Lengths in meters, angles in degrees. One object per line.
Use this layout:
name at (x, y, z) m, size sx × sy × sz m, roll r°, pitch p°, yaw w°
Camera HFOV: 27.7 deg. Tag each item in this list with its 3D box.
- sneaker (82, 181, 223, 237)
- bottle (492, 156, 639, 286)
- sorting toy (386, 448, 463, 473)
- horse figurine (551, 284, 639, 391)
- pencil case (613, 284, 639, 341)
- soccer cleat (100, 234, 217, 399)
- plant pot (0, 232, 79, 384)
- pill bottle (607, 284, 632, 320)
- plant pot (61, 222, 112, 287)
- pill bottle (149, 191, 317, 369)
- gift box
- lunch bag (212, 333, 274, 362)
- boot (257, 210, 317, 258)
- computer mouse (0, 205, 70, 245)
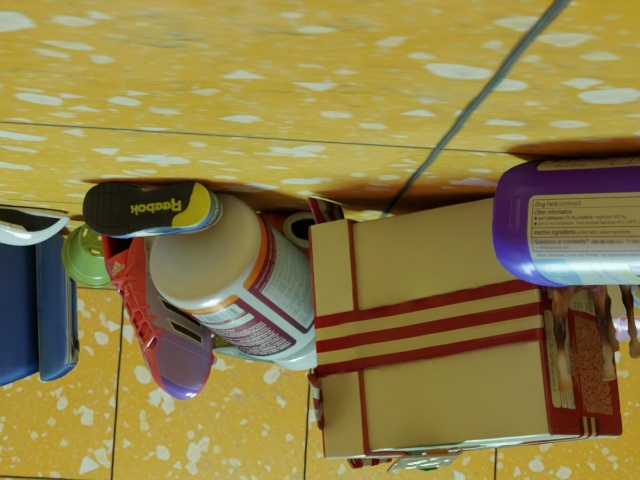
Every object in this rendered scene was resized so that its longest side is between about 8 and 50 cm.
sneaker at (-0.158, -0.027, 1.225) m, size 0.144 × 0.053 × 0.059 m, roll 2°, pitch 177°, yaw 24°
bottle at (0.264, -0.013, 0.895) m, size 0.283 × 0.092 × 0.118 m, roll -1°, pitch 172°, yaw 35°
sorting toy at (0.090, 0.197, 1.158) m, size 0.062 × 0.012 × 0.083 m, roll -6°, pitch 162°, yaw -8°
horse figurine at (0.254, 0.030, 1.172) m, size 0.066 × 0.174 × 0.263 m, roll -5°, pitch -175°, yaw 29°
pencil case at (0.480, 0.064, 1.525) m, size 0.284 × 0.124 × 0.124 m, roll 2°, pitch 175°, yaw 22°
soccer cleat at (-0.180, 0.060, 1.349) m, size 0.083 × 0.248 × 0.095 m, roll -40°, pitch 137°, yaw 21°
plant pot at (-0.434, 0.090, 1.732) m, size 0.212 × 0.236 × 0.236 m, roll -2°, pitch 175°, yaw -8°
pill bottle at (0.230, 0.046, 1.431) m, size 0.215 × 0.117 × 0.117 m, roll -2°, pitch 173°, yaw 45°
plant pot at (-0.272, 0.008, 1.584) m, size 0.083 × 0.083 × 0.079 m, roll 4°, pitch 163°, yaw -13°
pill bottle at (-0.066, 0.049, 1.315) m, size 0.121 × 0.121 × 0.221 m, roll 0°, pitch 156°, yaw 29°
gift box at (0.118, 0.081, 1.245) m, size 0.258 × 0.255 × 0.276 m, roll -11°, pitch 162°, yaw 29°
lunch bag at (0.011, 0.104, 1.954) m, size 0.287 × 0.169 × 0.235 m, roll -10°, pitch 165°, yaw 34°
boot at (0.000, 0.000, 1.413) m, size 0.158 × 0.059 × 0.084 m, roll 9°, pitch 167°, yaw -40°
computer mouse at (-0.385, -0.019, 1.494) m, size 0.193 × 0.042 × 0.106 m, roll 5°, pitch 173°, yaw -22°
